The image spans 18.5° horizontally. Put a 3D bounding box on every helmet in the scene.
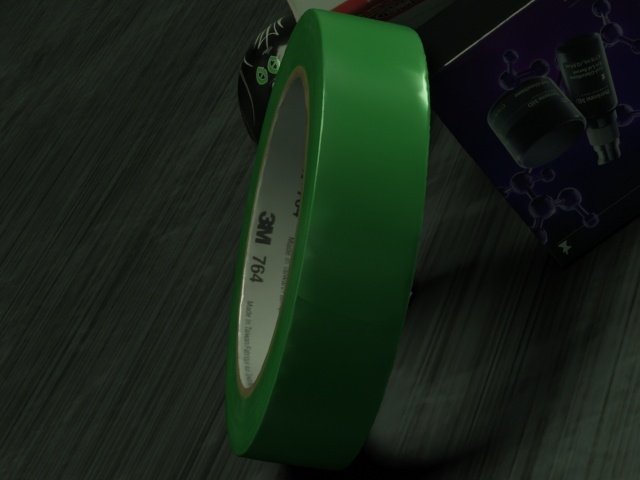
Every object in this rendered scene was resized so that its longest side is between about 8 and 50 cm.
[{"bbox_3d":[0.004,-0.135,1.816,0.169,0.169,0.161,-32,40,23],"label":"helmet"}]

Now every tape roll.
[{"bbox_3d":[0.000,0.000,1.393,0.321,0.077,0.321,-170,90,-80],"label":"tape roll"}]

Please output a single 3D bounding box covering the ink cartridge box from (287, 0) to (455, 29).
[{"bbox_3d":[0.150,-0.302,1.634,0.279,0.160,0.385,-28,-6,28],"label":"ink cartridge box"}]

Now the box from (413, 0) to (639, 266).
[{"bbox_3d":[0.218,-0.136,1.392,0.261,0.184,0.103,-37,25,12],"label":"box"}]

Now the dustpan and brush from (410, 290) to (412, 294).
[{"bbox_3d":[-0.007,0.025,1.633,0.147,0.060,0.211,-37,21,11],"label":"dustpan and brush"}]
